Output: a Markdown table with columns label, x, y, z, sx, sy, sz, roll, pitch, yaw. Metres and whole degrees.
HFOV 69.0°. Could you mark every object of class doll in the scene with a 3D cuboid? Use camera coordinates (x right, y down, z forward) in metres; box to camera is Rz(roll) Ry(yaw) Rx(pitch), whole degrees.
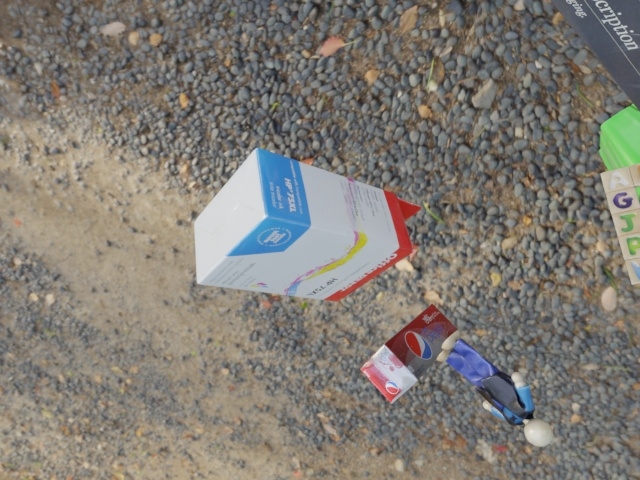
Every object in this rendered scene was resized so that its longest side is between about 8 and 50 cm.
| label | x | y | z | sx | sy | sz | roll | pitch | yaw |
| --- | --- | --- | --- | --- | --- | --- | --- | --- | --- |
| doll | 0.261 | 0.223 | 0.694 | 0.189 | 0.046 | 0.129 | 43 | 150 | 30 |

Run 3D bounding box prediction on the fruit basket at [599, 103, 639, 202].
| label | x | y | z | sx | sy | sz | roll | pitch | yaw |
| --- | --- | --- | --- | --- | --- | --- | --- | --- | --- |
| fruit basket | 0.785 | -0.149 | 0.885 | 0.392 | 0.283 | 0.392 | -7 | 76 | 29 |

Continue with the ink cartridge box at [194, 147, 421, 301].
| label | x | y | z | sx | sy | sz | roll | pitch | yaw |
| --- | --- | --- | --- | --- | --- | --- | --- | --- | --- |
| ink cartridge box | 0.000 | 0.000 | 0.501 | 0.231 | 0.078 | 0.134 | 12 | 143 | -37 |

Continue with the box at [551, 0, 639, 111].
| label | x | y | z | sx | sy | sz | roll | pitch | yaw |
| --- | --- | --- | --- | --- | --- | --- | --- | --- | --- |
| box | 0.286 | -0.235 | 0.239 | 0.343 | 0.312 | 0.179 | 29 | 88 | -28 |

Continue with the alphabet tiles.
| label | x | y | z | sx | sy | sz | roll | pitch | yaw |
| --- | --- | --- | --- | --- | --- | --- | --- | --- | --- |
| alphabet tiles | 0.554 | -0.049 | 0.661 | 0.237 | 0.198 | 0.009 | -16 | 147 | 31 |

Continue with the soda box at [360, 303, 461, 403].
| label | x | y | z | sx | sy | sz | roll | pitch | yaw |
| --- | --- | --- | --- | --- | --- | --- | --- | --- | --- |
| soda box | 0.192 | 0.222 | 0.956 | 0.092 | 0.263 | 0.083 | 46 | 120 | 17 |
